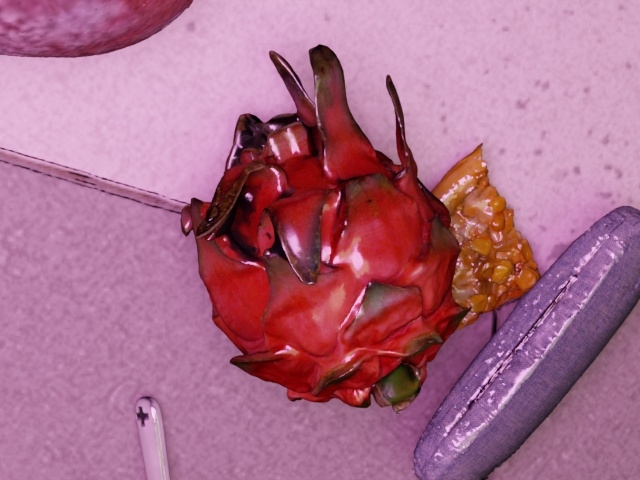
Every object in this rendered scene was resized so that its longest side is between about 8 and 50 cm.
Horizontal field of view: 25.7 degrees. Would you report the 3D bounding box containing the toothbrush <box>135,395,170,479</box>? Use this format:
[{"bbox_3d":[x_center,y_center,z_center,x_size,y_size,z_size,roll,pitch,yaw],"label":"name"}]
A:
[{"bbox_3d":[-0.120,0.272,1.093,0.030,0.030,0.303,-7,91,-14],"label":"toothbrush"}]

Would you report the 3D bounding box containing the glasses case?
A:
[{"bbox_3d":[0.176,0.092,1.130,0.282,0.067,0.109,-53,153,2],"label":"glasses case"}]

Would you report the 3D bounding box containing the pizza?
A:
[{"bbox_3d":[0.122,0.020,1.126,0.131,0.041,0.178,27,97,-23],"label":"pizza"}]

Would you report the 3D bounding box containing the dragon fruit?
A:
[{"bbox_3d":[0.000,0.000,1.009,0.192,0.193,0.274,-22,87,-13],"label":"dragon fruit"}]

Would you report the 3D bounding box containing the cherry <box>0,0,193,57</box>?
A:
[{"bbox_3d":[-0.186,-0.231,0.871,0.285,0.213,0.236,35,103,-31],"label":"cherry"}]
